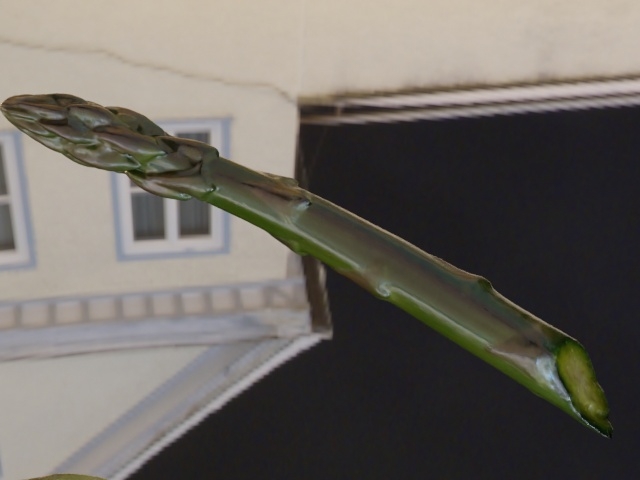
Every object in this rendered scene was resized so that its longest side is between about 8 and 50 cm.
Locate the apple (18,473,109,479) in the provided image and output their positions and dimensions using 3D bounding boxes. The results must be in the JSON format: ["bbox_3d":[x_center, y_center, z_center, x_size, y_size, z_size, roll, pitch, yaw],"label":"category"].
[{"bbox_3d":[-0.245,0.300,1.055,0.193,0.265,0.120,32,-144,-27],"label":"apple"}]

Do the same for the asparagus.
[{"bbox_3d":[0.000,0.001,0.425,0.236,0.027,0.034,27,-137,4],"label":"asparagus"}]
